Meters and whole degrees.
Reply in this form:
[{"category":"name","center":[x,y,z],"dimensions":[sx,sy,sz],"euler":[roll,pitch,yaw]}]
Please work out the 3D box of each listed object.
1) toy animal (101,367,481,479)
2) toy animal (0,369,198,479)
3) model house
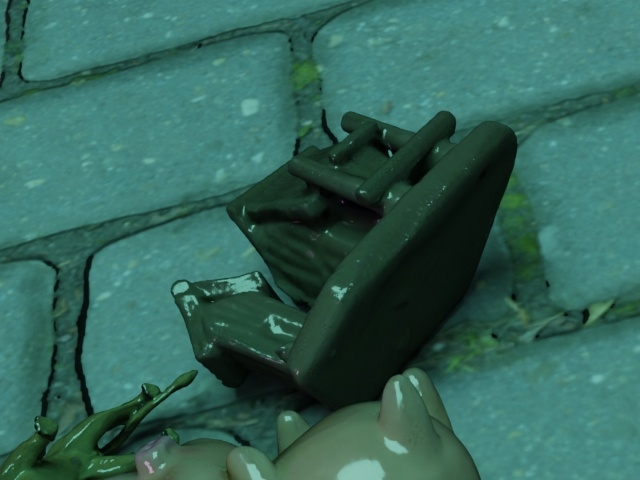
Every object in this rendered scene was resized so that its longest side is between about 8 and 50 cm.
[{"category":"toy animal","center":[-0.030,0.170,0.932],"dimensions":[0.250,0.166,0.154],"euler":[-17,82,12]},{"category":"toy animal","center":[-0.155,0.142,1.075],"dimensions":[0.220,0.086,0.069],"euler":[-37,81,-28]},{"category":"model house","center":[0.006,0.006,1.131],"dimensions":[0.188,0.122,0.229],"euler":[18,55,40]}]
